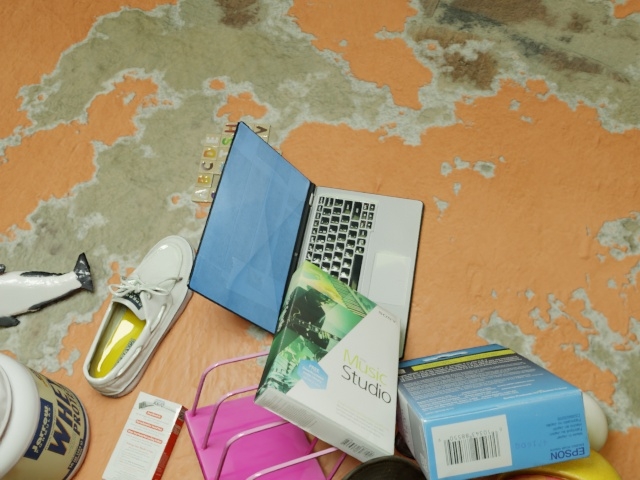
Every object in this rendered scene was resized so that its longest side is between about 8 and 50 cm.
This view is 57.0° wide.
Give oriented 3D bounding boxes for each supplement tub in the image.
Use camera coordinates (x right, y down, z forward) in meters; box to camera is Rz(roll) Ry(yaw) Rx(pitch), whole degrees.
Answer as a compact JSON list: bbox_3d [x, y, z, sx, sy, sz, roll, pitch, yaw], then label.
[{"bbox_3d":[-0.567,0.324,1.013,0.236,0.324,0.235,-1,63,2],"label":"supplement tub"}]

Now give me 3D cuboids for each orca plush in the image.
[{"bbox_3d":[-0.643,0.084,1.268,0.287,0.151,0.102,-24,33,-6],"label":"orca plush"}]

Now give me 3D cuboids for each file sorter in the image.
[{"bbox_3d":[-0.079,0.349,0.992,0.202,0.182,0.290,-6,47,-30],"label":"file sorter"}]

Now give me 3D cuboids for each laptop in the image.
[{"bbox_3d":[0.000,0.000,1.205,0.408,0.236,0.381,9,64,7],"label":"laptop"}]

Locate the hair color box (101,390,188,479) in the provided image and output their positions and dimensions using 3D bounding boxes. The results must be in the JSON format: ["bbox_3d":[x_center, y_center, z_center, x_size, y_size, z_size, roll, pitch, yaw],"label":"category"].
[{"bbox_3d":[-0.331,0.386,1.125,0.093,0.053,0.167,15,66,11],"label":"hair color box"}]

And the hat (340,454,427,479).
[{"bbox_3d":[0.089,0.491,0.885,0.331,0.331,0.134,-39,44,-16],"label":"hat"}]

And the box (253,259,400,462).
[{"bbox_3d":[0.029,0.199,1.023,0.232,0.058,0.322,32,32,-13],"label":"box"}]

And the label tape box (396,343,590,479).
[{"bbox_3d":[0.262,0.284,1.033,0.249,0.348,0.115,-10,91,-4],"label":"label tape box"}]

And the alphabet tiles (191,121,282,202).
[{"bbox_3d":[-0.196,-0.191,1.438,0.199,0.009,0.237,4,64,5],"label":"alphabet tiles"}]

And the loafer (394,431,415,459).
[{"bbox_3d":[0.221,0.395,1.091,0.170,0.061,0.062,14,64,9],"label":"loafer"}]

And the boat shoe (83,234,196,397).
[{"bbox_3d":[-0.374,0.128,1.199,0.136,0.156,0.367,20,66,12],"label":"boat shoe"}]

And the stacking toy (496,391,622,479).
[{"bbox_3d":[0.385,0.450,0.970,0.351,0.350,0.479,18,47,11],"label":"stacking toy"}]
